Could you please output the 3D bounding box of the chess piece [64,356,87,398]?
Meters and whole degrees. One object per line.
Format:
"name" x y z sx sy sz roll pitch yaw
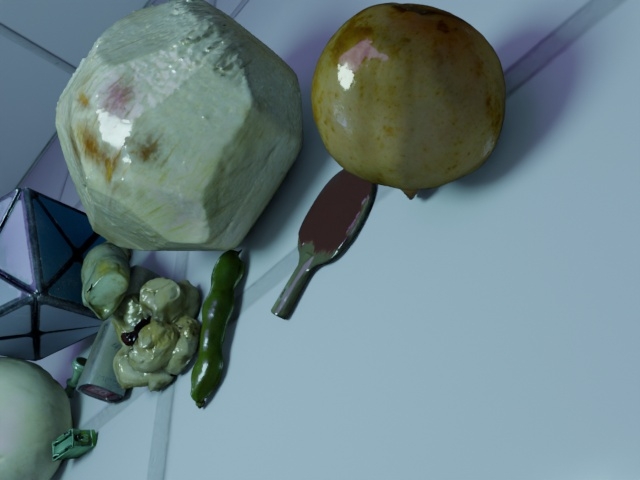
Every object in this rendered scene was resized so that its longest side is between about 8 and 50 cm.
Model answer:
"chess piece" -0.519 0.294 1.427 0.093 0.042 0.042 -60 30 11

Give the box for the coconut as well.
"coconut" -0.226 -0.156 1.062 0.415 0.345 0.415 -36 36 32

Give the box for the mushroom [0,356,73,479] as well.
"mushroom" -0.665 0.398 1.309 0.356 0.315 0.315 -54 30 -3

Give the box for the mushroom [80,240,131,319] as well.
"mushroom" -0.393 0.059 1.236 0.100 0.081 0.312 -62 19 1

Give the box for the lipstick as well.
"lipstick" -0.372 0.169 1.267 0.077 0.079 0.252 -30 40 46

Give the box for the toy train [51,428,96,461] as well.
"toy train" -0.453 0.375 1.240 0.093 0.056 0.038 -38 55 35

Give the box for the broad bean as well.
"broad bean" -0.155 0.122 1.018 0.052 0.052 0.256 87 -171 -62

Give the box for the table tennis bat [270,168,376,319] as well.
"table tennis bat" 0.000 0.000 0.915 0.234 0.022 0.131 -61 31 -3

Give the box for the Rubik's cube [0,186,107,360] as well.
"Rubik's cube" -0.592 0.078 1.383 0.255 0.260 0.259 -27 67 16

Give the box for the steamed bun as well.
"steamed bun" -0.288 0.155 1.129 0.192 0.106 0.177 -41 34 33

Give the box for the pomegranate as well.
"pomegranate" 0.091 -0.149 0.717 0.207 0.207 0.207 -36 38 35
